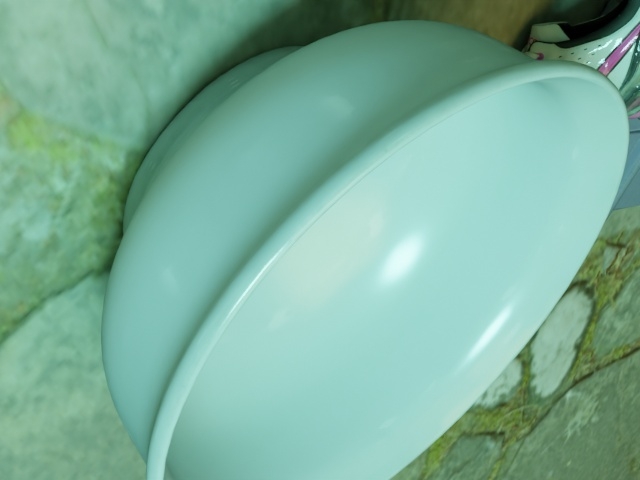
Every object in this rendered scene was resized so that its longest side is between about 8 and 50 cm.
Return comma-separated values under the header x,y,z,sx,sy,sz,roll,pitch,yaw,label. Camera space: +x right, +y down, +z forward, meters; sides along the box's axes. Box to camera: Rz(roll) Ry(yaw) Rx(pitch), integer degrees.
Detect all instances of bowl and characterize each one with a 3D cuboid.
x,y,z,sx,sy,sz,roll,pitch,yaw,label
0.000,0.000,0.836,0.298,0.134,0.298,-35,152,-21,bowl

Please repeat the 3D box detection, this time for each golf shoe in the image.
x,y,z,sx,sy,sz,roll,pitch,yaw,label
0.138,-0.086,1.013,0.186,0.086,0.067,-37,-167,17,golf shoe

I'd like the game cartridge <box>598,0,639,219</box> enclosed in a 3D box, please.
x,y,z,sx,sy,sz,roll,pitch,yaw,label
0.285,-0.125,1.177,0.355,0.068,0.230,-10,141,-51,game cartridge
